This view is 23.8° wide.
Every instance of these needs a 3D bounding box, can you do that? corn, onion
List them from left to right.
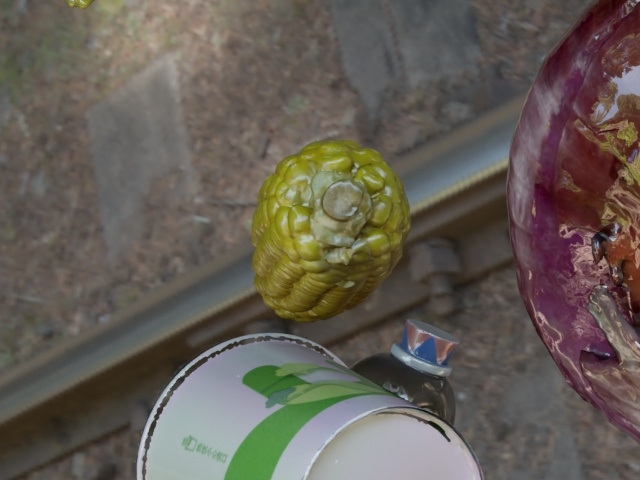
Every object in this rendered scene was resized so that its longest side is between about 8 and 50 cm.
[{"bbox_3d":[0.000,0.000,1.218,0.363,0.120,0.120,128,148,-79],"label":"corn"},{"bbox_3d":[0.283,-0.021,0.824,0.348,0.285,0.347,9,112,24],"label":"onion"}]

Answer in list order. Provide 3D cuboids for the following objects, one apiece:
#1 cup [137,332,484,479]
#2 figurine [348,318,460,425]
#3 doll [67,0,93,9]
[{"bbox_3d":[-0.003,0.222,1.360,0.274,0.253,0.253,10,86,63],"label":"cup"},{"bbox_3d":[0.082,0.225,1.722,0.161,0.158,0.275,5,80,0],"label":"figurine"},{"bbox_3d":[-0.158,-0.261,1.145,0.145,0.096,0.188,12,117,14],"label":"doll"}]
